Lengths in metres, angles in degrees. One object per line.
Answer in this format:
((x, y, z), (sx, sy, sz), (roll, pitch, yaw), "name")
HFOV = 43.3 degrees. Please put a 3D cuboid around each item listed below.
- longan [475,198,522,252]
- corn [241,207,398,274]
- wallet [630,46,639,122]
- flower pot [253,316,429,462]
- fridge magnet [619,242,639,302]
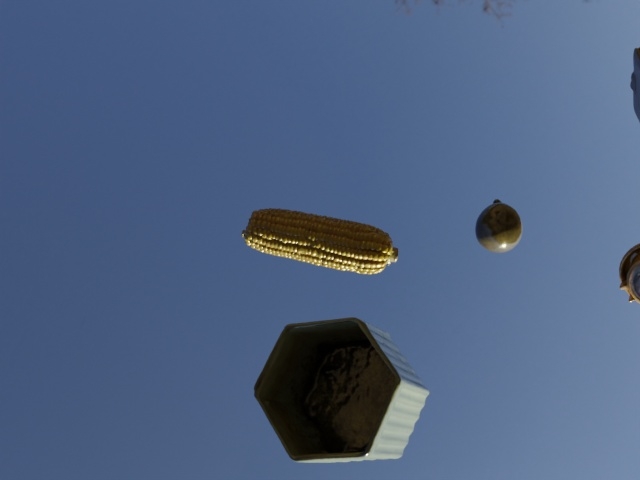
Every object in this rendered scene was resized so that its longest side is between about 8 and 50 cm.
((0.367, -0.031, 1.663), (0.106, 0.106, 0.119), (23, -133, -24), "longan")
((0.000, 0.000, 1.058), (0.207, 0.068, 0.068), (11, -123, 7), "corn")
((0.624, -0.286, 1.542), (0.118, 0.039, 0.152), (-88, -18, -45), "wallet")
((0.039, 0.242, 1.279), (0.239, 0.209, 0.189), (55, -171, 26), "flower pot")
((0.579, 0.064, 1.367), (0.143, 0.143, 0.063), (50, -134, -4), "fridge magnet")
